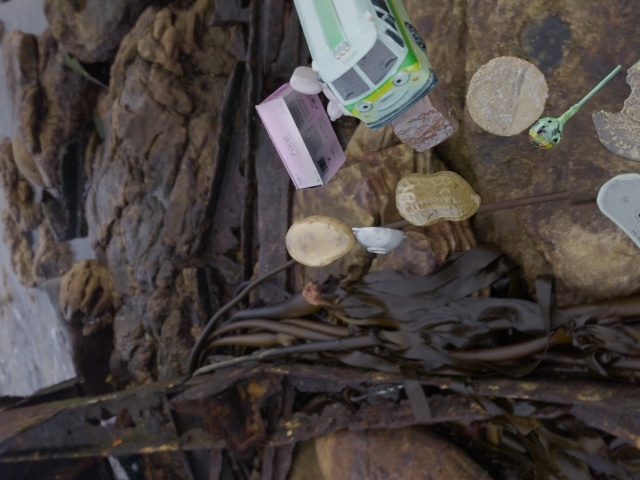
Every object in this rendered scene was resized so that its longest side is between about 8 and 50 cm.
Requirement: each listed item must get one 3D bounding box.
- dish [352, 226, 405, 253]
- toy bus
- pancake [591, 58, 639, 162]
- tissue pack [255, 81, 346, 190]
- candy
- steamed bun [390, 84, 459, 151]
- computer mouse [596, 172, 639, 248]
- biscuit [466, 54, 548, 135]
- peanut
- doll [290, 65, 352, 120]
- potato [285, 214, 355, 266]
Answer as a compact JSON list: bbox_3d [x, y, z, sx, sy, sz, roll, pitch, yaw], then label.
[{"bbox_3d":[0.240,0.008,2.039,0.236,0.228,0.086,6,81,-1],"label":"dish"},{"bbox_3d":[0.050,-0.321,0.730,0.133,0.164,0.276,-33,60,33],"label":"toy bus"},{"bbox_3d":[0.897,-0.359,1.348,0.285,0.033,0.289,-5,91,14],"label":"pancake"},{"bbox_3d":[-0.042,-0.271,1.259,0.092,0.149,0.246,-7,122,37],"label":"tissue pack"},{"bbox_3d":[0.750,-0.398,1.457,0.091,0.083,0.305,43,120,3],"label":"candy"},{"bbox_3d":[0.242,-0.298,1.195,0.144,0.106,0.175,-30,124,35],"label":"steamed bun"},{"bbox_3d":[0.570,-0.041,0.859,0.182,0.056,0.089,51,128,8],"label":"computer mouse"},{"bbox_3d":[0.518,-0.402,1.373,0.219,0.033,0.220,9,110,26],"label":"biscuit"},{"bbox_3d":[0.329,-0.118,1.386,0.232,0.197,0.110,-7,133,7],"label":"peanut"},{"bbox_3d":[0.029,-0.301,0.955,0.160,0.059,0.161,28,146,-15],"label":"doll"},{"bbox_3d":[-0.001,-0.005,1.491,0.234,0.128,0.161,-31,77,35],"label":"potato"}]
